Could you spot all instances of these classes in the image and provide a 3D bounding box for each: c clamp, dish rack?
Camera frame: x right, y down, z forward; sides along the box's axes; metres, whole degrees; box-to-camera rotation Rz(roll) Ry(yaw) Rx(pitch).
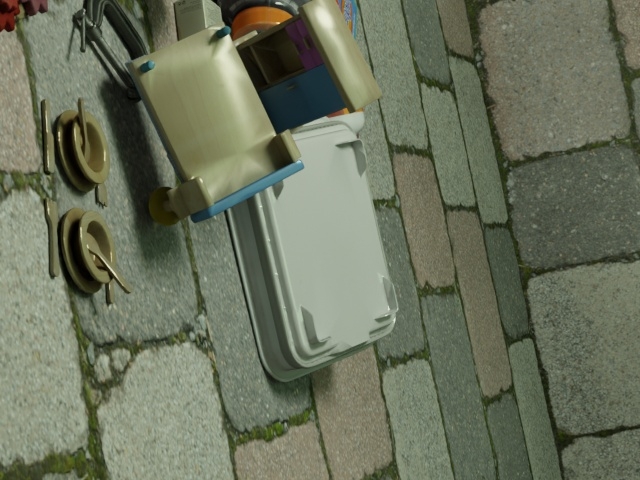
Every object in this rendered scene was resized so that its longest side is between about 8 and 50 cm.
[{"bbox_3d":[-0.228,-0.211,1.731,0.161,0.022,0.137,53,25,-50],"label":"c clamp"},{"bbox_3d":[0.000,0.000,2.073,0.285,0.072,0.333,-17,96,-54],"label":"dish rack"}]

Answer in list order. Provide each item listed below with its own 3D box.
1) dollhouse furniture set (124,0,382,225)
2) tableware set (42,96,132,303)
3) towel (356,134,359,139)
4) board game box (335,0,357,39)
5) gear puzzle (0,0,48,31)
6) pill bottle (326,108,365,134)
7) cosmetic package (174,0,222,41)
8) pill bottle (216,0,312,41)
[{"bbox_3d":[-0.138,-0.190,1.814,0.303,0.198,0.286,-31,99,-31],"label":"dollhouse furniture set"},{"bbox_3d":[-0.229,-0.043,1.577,0.128,0.039,0.194,36,44,-65],"label":"tableware set"},{"bbox_3d":[0.044,-0.023,2.424,0.237,0.037,0.329,-6,85,-74],"label":"towel"},{"bbox_3d":[0.002,-0.392,2.513,0.210,0.047,0.160,60,24,-45],"label":"board game box"},{"bbox_3d":[-0.325,-0.262,1.417,0.339,0.044,0.176,-58,133,-66],"label":"gear puzzle"},{"bbox_3d":[-0.004,-0.207,2.248,0.121,0.121,0.216,-21,98,-72],"label":"pill bottle"},{"bbox_3d":[-0.147,-0.242,1.959,0.060,0.041,0.115,31,49,-66],"label":"cosmetic package"},{"bbox_3d":[-0.076,-0.364,2.116,0.130,0.130,0.246,50,33,-56],"label":"pill bottle"}]
